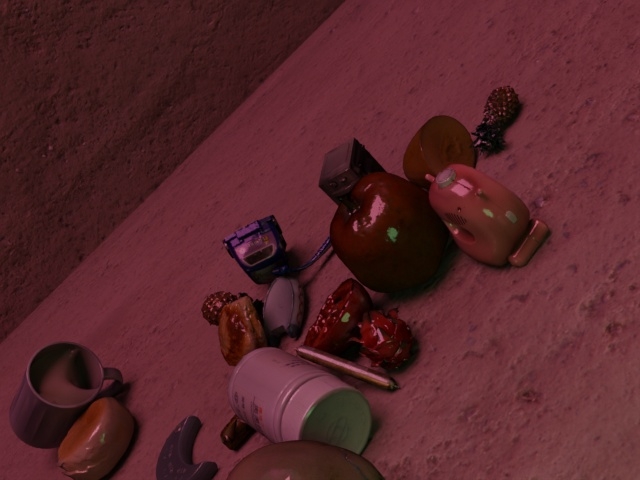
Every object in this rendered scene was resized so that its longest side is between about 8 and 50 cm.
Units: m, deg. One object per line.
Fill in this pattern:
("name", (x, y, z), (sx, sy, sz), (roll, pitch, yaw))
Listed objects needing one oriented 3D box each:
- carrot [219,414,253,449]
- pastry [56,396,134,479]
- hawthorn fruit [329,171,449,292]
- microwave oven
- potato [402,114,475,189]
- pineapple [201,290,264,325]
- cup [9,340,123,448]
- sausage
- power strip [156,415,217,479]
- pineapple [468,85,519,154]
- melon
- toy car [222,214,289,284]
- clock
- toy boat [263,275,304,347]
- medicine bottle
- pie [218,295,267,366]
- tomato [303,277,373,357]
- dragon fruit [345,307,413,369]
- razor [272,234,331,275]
("carrot", (-0.161, 0.420, 1.773), (0.228, 0.069, 0.069), (-47, 28, 1))
("pastry", (-0.667, 0.592, 2.150), (0.265, 0.133, 0.265), (-34, 30, 23))
("hawthorn fruit", (0.149, -0.032, 1.691), (0.268, 0.301, 0.268), (-31, 39, 28))
("microwave oven", (0.112, -0.158, 2.000), (0.129, 0.205, 0.163), (-26, 36, 33))
("potato", (0.292, -0.213, 1.896), (0.158, 0.178, 0.203), (-30, 54, 56))
("pineapple", (-0.246, 0.209, 2.123), (0.111, 0.119, 0.237), (-11, 6, -43))
("cup", (-0.819, 0.504, 2.342), (0.327, 0.323, 0.237), (-54, 49, 41))
("sausage", (0.053, 0.279, 1.591), (0.269, 0.033, 0.033), (16, 62, 28))
("power strip", (-0.355, 0.561, 1.859), (0.167, 0.054, 0.253), (-46, 29, -2))
("pineapple", (0.461, -0.322, 1.874), (0.103, 0.083, 0.221), (-3, 50, 47))
("melon", (-0.021, 0.491, 1.275), (0.330, 0.268, 0.268), (0, 47, 20))
("toy car", (-0.173, 0.045, 2.135), (0.172, 0.235, 0.158), (-26, 65, -1))
("clock", (0.329, -0.061, 1.554), (0.142, 0.241, 0.227), (-52, 30, -5))
("toy boat", (-0.093, 0.193, 1.981), (0.134, 0.079, 0.207), (-35, 40, 34))
("medicine bottle", (-0.050, 0.359, 1.567), (0.190, 0.190, 0.332), (-54, 29, -14))
("pie", (-0.219, 0.247, 1.961), (0.205, 0.084, 0.179), (-25, 78, 50))
("tomato", (0.055, 0.197, 1.733), (0.228, 0.101, 0.228), (-54, 12, 18))
("dragon fruit", (0.140, 0.214, 1.580), (0.142, 0.130, 0.121), (43, 112, 21))
("razor", (0.007, 0.010, 2.053), (0.324, 0.056, 0.093), (-38, 7, -17))
